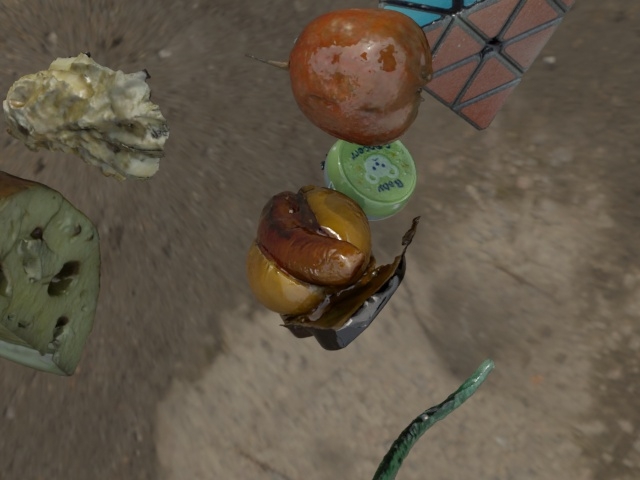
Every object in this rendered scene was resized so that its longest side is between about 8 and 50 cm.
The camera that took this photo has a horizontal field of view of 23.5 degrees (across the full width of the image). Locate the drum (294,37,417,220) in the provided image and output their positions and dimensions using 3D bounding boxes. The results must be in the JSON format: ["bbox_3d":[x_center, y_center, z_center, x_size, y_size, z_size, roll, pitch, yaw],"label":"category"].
[{"bbox_3d":[0.018,-0.133,1.903,0.130,0.049,0.253,-36,83,-34],"label":"drum"}]

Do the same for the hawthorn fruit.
[{"bbox_3d":[0.027,-0.169,1.594,0.189,0.149,0.149,-4,96,-11],"label":"hawthorn fruit"}]

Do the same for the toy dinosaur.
[{"bbox_3d":[0.024,0.246,1.067,0.076,0.383,0.129,13,134,21],"label":"toy dinosaur"}]

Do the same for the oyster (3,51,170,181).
[{"bbox_3d":[-0.225,-0.114,1.436,0.072,0.209,0.132,-29,137,-37],"label":"oyster"}]

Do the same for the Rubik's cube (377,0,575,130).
[{"bbox_3d":[0.177,-0.283,1.895,0.229,0.233,0.228,22,86,-13],"label":"Rubik's cube"}]

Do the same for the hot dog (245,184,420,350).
[{"bbox_3d":[-0.005,0.004,1.729,0.194,0.326,0.107,-47,107,-12],"label":"hot dog"}]

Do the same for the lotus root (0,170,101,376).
[{"bbox_3d":[-0.267,0.019,1.259,0.119,0.235,0.138,22,70,22],"label":"lotus root"}]
